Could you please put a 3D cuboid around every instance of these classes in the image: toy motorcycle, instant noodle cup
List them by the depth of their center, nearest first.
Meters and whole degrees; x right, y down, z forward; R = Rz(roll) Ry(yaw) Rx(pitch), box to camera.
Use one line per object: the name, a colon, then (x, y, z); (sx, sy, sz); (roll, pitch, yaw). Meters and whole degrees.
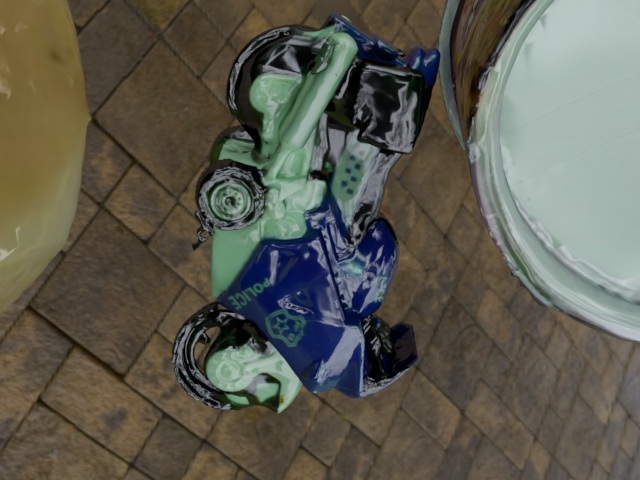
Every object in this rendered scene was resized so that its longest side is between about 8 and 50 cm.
instant noodle cup: (0.227, -0.105, 0.514); (0.266, 0.339, 0.340); (-57, 128, -63)
toy motorcycle: (0.000, 0.000, 0.602); (0.196, 0.125, 0.331); (13, 111, -5)

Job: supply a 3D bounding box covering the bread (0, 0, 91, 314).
bread: (-0.274, -0.080, 0.298); (0.376, 0.252, 0.348); (-44, 122, -69)
